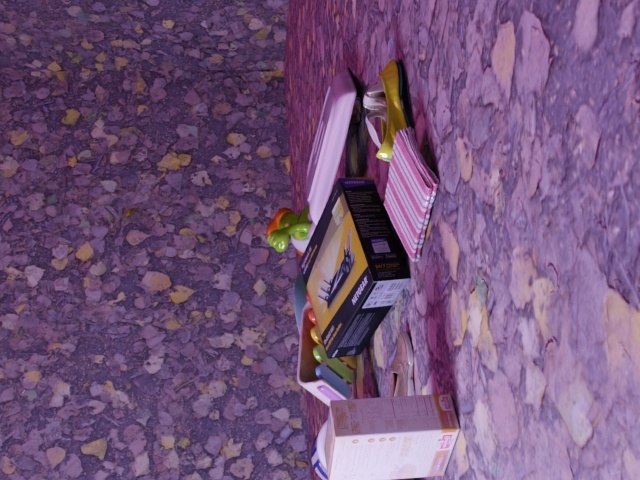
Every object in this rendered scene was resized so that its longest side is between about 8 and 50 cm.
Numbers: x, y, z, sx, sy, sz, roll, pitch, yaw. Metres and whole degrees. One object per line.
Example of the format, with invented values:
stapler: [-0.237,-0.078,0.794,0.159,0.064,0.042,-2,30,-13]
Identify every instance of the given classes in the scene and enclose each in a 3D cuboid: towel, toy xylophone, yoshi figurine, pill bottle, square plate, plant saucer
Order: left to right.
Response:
yoshi figurine: [-0.017,0.022,2.099,0.362,0.204,0.203,13,127,65]
plant saucer: [0.016,0.225,2.112,0.317,0.044,0.317,-17,-90,-72]
square plate: [0.018,-0.241,2.012,0.347,0.049,0.344,-94,18,-69]
toy xylophone: [0.036,0.271,1.907,0.236,0.081,0.322,37,-147,-36]
pill bottle: [0.057,0.486,1.852,0.264,0.153,0.153,105,162,-68]
towel: [0.152,-0.075,1.354,0.197,0.029,0.144,95,160,-50]

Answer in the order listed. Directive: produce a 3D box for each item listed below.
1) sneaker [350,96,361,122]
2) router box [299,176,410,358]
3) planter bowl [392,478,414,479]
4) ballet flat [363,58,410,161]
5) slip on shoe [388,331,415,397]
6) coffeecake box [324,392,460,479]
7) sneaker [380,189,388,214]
sneaker: [0.084,-0.314,1.942,0.083,0.032,0.037,116,165,-66]
router box: [0.058,0.060,1.627,0.309,0.081,0.243,115,145,-50]
planter bowl: [0.117,0.465,1.505,0.162,0.109,0.162,179,90,-85]
ballet flat: [0.117,-0.235,1.446,0.077,0.077,0.231,98,169,-59]
slip on shoe: [0.146,0.235,1.481,0.051,0.041,0.135,138,130,-81]
coffeecake box: [0.105,0.304,1.235,0.142,0.186,0.068,95,170,-45]
sneaker: [0.132,-0.069,1.558,0.083,0.031,0.035,99,167,-59]
